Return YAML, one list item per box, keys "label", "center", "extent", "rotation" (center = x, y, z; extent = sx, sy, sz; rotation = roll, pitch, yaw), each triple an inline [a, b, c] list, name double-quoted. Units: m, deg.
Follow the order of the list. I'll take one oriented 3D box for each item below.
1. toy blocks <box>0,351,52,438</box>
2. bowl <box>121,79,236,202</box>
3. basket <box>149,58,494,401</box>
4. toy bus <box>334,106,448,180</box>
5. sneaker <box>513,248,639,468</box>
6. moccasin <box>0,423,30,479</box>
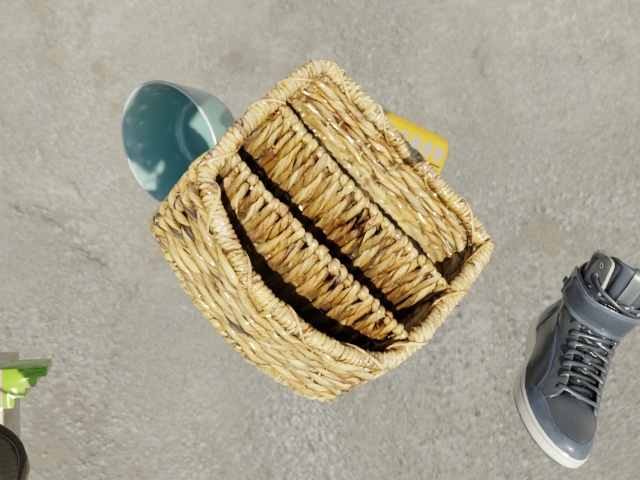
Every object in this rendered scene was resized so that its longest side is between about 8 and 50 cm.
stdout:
- label: "toy blocks"
  center: [-0.521, 0.279, 0.746]
  extent: [0.381, 0.190, 0.261]
  rotation: [-1, 93, -16]
- label: "bowl"
  center: [-0.317, -0.245, 1.528]
  extent: [0.311, 0.312, 0.163]
  rotation: [24, 33, 24]
- label: "basket"
  center: [0.000, 0.000, 0.660]
  extent: [0.223, 0.299, 0.213]
  rotation: [-36, 11, 35]
- label: "toy bus"
  center: [0.069, -0.162, 1.055]
  extent: [0.108, 0.332, 0.130]
  rotation: [26, 99, 46]
- label: "sneaker"
  center: [0.282, 0.108, 0.649]
  extent: [0.086, 0.163, 0.226]
  rotation: [29, 38, -2]
- label: "moccasin"
  center: [-0.272, 0.275, 0.318]
  extent: [0.147, 0.139, 0.380]
  rotation: [-37, 41, 27]
